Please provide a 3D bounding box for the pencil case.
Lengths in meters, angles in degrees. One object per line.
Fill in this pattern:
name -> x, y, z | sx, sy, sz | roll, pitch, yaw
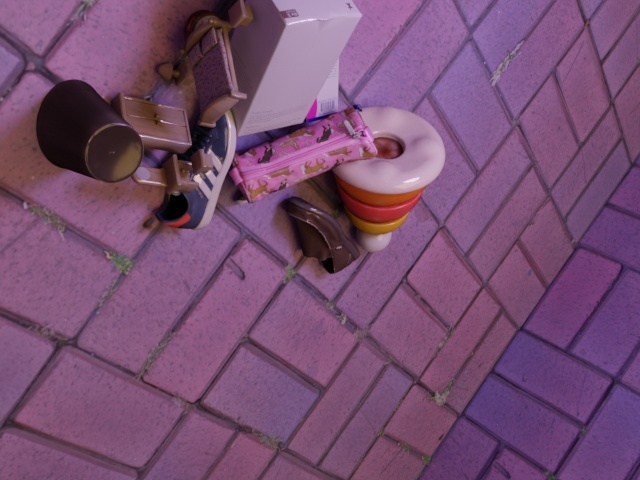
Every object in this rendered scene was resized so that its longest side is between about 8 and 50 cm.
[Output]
pencil case -> -0.051, -0.225, 1.850 | 0.387, 0.160, 0.167 | -21, 145, -3

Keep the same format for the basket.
basket -> -0.485, -0.218, 1.491 | 0.154, 0.227, 0.204 | -4, 113, -42

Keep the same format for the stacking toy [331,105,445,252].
stacking toy -> 0.173, -0.141, 2.162 | 0.351, 0.351, 0.479 | -33, 150, -26

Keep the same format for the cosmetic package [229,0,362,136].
cosmetic package -> -0.092, -0.434, 1.657 | 0.217, 0.156, 0.385 | -18, 157, -35

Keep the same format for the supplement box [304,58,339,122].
supplement box -> -0.026, -0.444, 1.883 | 0.111, 0.114, 0.219 | -20, 125, -34

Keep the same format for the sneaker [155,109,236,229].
sneaker -> -0.318, -0.184, 1.730 | 0.148, 0.131, 0.349 | -4, 117, -45

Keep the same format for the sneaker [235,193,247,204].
sneaker -> -0.180, -0.157, 1.949 | 0.158, 0.061, 0.064 | -37, 106, -24

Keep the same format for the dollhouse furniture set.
dollhouse furniture set -> -0.291, -0.312, 1.521 | 0.174, 0.356, 0.303 | 4, 64, -41

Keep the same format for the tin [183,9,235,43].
tin -> -0.247, -0.484, 1.712 | 0.190, 0.040, 0.106 | 25, 90, -47

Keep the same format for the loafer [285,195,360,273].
loafer -> 0.000, 0.000, 2.130 | 0.130, 0.134, 0.366 | -53, 137, -8
